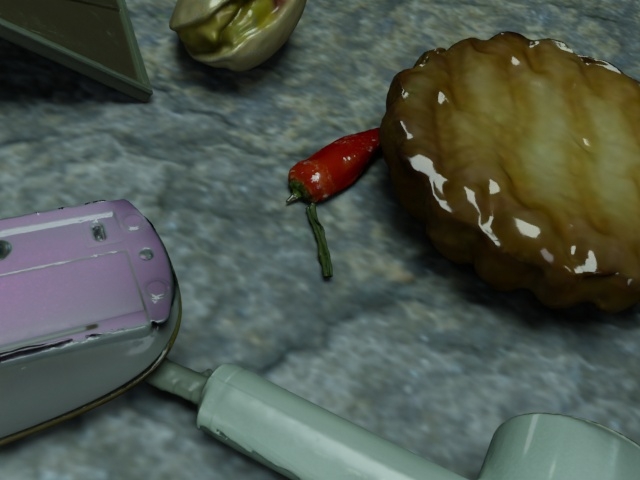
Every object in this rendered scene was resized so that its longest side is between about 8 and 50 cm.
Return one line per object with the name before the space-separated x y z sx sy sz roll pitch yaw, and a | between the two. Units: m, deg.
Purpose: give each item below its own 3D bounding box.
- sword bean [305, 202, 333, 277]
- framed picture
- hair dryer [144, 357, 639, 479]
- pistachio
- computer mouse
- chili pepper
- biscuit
sword bean | 0.000 0.000 0.563 0.012 0.012 0.083 -2 49 -16
framed picture | -0.281 -0.239 0.602 0.259 0.023 0.189 19 36 -46
hair dryer | 0.013 0.149 0.397 0.357 0.108 0.173 22 47 17
pistachio | -0.086 -0.251 0.699 0.145 0.117 0.201 -7 47 32
computer mouse | -0.245 0.057 0.410 0.310 0.072 0.158 -13 53 -23
chili pepper | 0.030 -0.081 0.631 0.045 0.027 0.178 41 51 22
biscuit | 0.209 -0.068 0.613 0.325 0.107 0.326 6 52 -8
